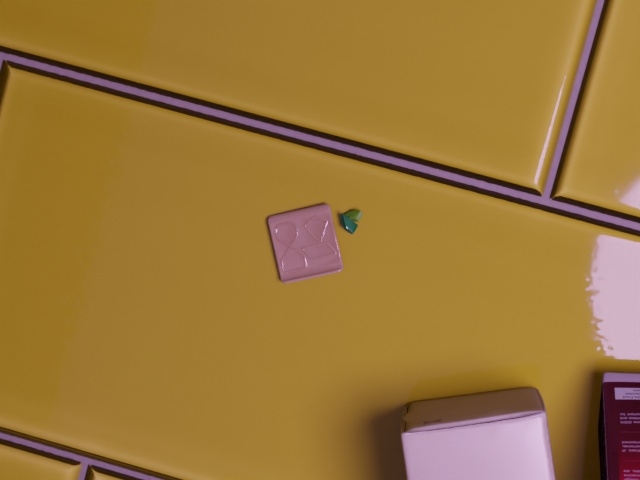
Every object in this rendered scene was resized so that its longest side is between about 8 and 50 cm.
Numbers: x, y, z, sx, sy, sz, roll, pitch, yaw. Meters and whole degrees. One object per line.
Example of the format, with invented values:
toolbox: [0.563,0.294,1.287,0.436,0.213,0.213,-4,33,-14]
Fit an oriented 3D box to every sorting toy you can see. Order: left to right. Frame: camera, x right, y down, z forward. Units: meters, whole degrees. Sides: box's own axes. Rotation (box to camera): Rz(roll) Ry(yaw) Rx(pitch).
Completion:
sorting toy: [0.000,0.000,1.404,0.083,0.012,0.062,-12,87,10]

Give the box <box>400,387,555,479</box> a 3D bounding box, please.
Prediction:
box: [0.148,0.290,1.341,0.121,0.148,0.311,-8,94,5]

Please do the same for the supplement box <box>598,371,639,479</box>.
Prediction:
supplement box: [0.291,0.216,1.278,0.130,0.239,0.073,2,131,6]
